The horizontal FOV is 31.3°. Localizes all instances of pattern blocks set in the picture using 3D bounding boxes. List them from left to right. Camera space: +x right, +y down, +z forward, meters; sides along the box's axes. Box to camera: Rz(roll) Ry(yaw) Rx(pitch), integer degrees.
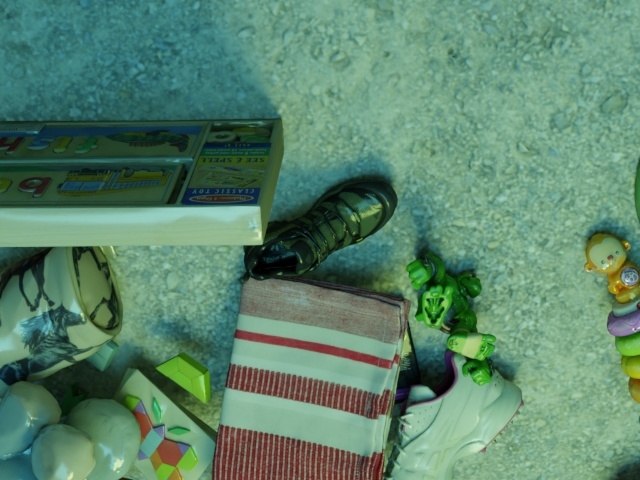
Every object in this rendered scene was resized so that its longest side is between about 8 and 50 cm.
[{"bbox_3d":[-0.234,0.283,1.634,0.325,0.026,0.285,27,115,16],"label":"pattern blocks set"}]

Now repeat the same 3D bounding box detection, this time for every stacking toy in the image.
[{"bbox_3d":[0.447,0.118,1.519,0.175,0.166,0.302,-32,96,9],"label":"stacking toy"}]

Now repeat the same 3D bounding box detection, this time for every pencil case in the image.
[{"bbox_3d":[-0.458,0.129,1.543,0.410,0.183,0.160,-25,132,10],"label":"pencil case"}]

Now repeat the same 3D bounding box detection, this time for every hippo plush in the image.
[{"bbox_3d":[-0.357,0.331,1.548,0.294,0.236,0.234,-38,69,22],"label":"hippo plush"}]

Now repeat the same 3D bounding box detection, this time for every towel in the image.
[{"bbox_3d":[-0.020,0.217,1.518,0.237,0.037,0.329,9,87,18],"label":"towel"}]

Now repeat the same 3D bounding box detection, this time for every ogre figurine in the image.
[{"bbox_3d":[0.169,0.088,1.521,0.197,0.118,0.097,37,110,-16],"label":"ogre figurine"}]

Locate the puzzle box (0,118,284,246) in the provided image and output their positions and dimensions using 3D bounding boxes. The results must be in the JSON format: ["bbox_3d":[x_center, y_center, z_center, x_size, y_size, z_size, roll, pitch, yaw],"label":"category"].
[{"bbox_3d":[-0.257,-0.075,1.378,0.408,0.272,0.052,0,118,4],"label":"puzzle box"}]

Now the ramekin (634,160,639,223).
[{"bbox_3d":[0.555,-0.042,1.409,0.303,0.148,0.303,2,118,3],"label":"ramekin"}]

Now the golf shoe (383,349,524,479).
[{"bbox_3d":[0.141,0.284,1.594,0.140,0.115,0.306,45,78,-8],"label":"golf shoe"}]

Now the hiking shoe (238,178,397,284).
[{"bbox_3d":[0.000,0.000,1.488,0.227,0.114,0.086,-26,113,16],"label":"hiking shoe"}]

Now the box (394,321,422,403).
[{"bbox_3d":[0.077,0.163,1.617,0.116,0.029,0.162,-9,118,7],"label":"box"}]
